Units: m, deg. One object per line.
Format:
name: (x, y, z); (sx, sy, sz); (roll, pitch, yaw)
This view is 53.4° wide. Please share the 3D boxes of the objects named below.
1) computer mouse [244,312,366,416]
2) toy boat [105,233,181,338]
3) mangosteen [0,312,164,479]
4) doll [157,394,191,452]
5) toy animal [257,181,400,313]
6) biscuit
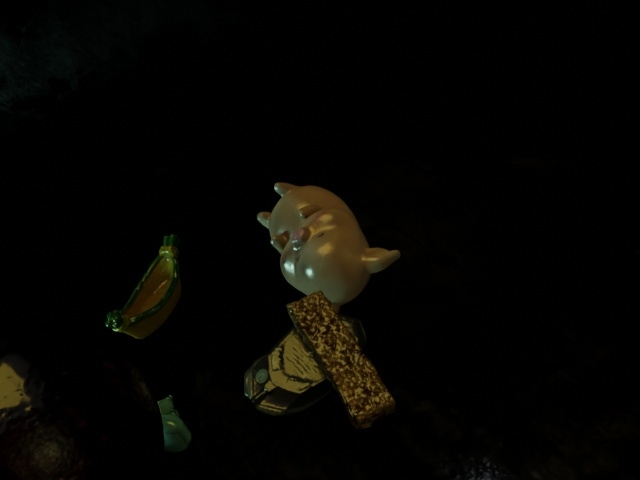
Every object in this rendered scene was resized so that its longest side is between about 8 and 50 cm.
computer mouse: (-0.018, 0.172, 0.893); (0.192, 0.062, 0.106); (-35, 59, -17)
toy boat: (-0.303, 0.087, 1.134); (0.088, 0.088, 0.230); (-3, 38, 24)
mangosteen: (-0.330, 0.223, 0.684); (0.313, 0.297, 0.297); (-8, 31, -17)
doll: (-0.254, 0.280, 0.866); (0.158, 0.059, 0.159); (-11, 33, 14)
toy animal: (0.000, 0.010, 1.042); (0.153, 0.167, 0.250); (15, 27, -31)
biscuit: (0.026, 0.154, 0.844); (0.064, 0.034, 0.199); (-26, 59, -14)
